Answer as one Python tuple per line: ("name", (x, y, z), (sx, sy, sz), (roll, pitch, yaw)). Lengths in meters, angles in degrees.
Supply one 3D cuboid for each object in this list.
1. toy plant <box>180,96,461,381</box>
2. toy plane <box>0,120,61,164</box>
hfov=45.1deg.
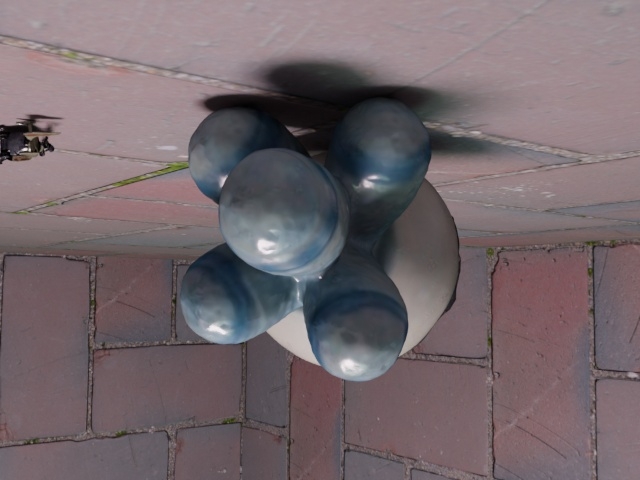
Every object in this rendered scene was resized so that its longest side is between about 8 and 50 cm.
("toy plant", (0.000, 0.000, 0.654), (0.247, 0.247, 0.332), (0, 173, 13))
("toy plane", (-0.272, -0.089, 0.712), (0.049, 0.031, 0.121), (-3, 180, -25))
